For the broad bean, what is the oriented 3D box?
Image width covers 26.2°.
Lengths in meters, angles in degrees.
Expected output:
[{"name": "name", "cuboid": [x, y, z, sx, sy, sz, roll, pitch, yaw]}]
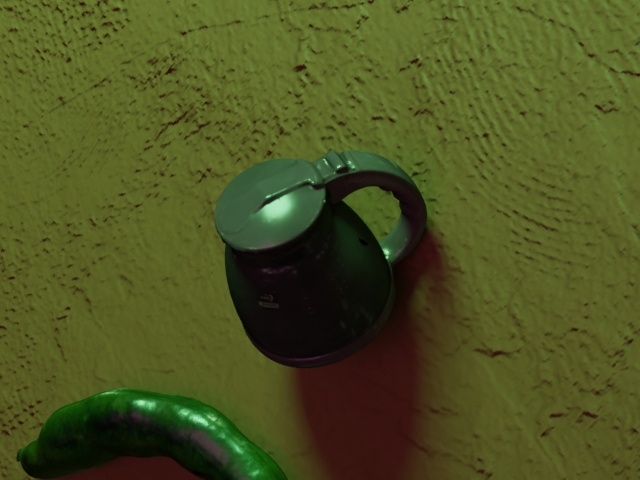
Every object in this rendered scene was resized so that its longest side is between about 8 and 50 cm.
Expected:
[{"name": "broad bean", "cuboid": [-0.125, 0.189, 1.105, 0.292, 0.049, 0.144, 25, 108, 24]}]

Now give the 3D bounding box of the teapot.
[{"name": "teapot", "cuboid": [-0.002, 0.008, 0.956, 0.148, 0.146, 0.116, -9, 51, 15]}]
